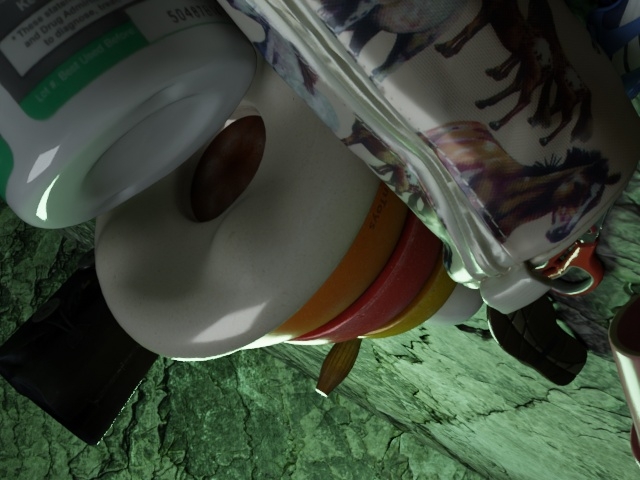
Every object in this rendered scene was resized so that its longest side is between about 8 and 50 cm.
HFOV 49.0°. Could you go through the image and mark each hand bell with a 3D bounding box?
[{"bbox_3d":[0.061,0.109,0.988,0.126,0.242,0.126,30,162,11],"label":"hand bell"}]

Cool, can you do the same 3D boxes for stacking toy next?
[{"bbox_3d":[0.039,0.005,0.766,0.351,0.350,0.480,14,168,45],"label":"stacking toy"}]

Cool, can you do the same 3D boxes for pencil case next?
[{"bbox_3d":[0.023,-0.149,0.420,0.410,0.183,0.160,46,150,-14],"label":"pencil case"}]

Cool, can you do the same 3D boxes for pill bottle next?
[{"bbox_3d":[-0.230,-0.204,0.500,0.361,0.204,0.204,51,161,1],"label":"pill bottle"}]

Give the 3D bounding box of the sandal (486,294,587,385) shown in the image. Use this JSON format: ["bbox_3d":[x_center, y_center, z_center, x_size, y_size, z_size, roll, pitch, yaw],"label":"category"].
[{"bbox_3d":[0.283,0.119,0.938,0.219,0.090,0.060,37,-176,-33],"label":"sandal"}]

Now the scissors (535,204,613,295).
[{"bbox_3d":[0.276,-0.005,0.709,0.109,0.021,0.297,34,161,4],"label":"scissors"}]

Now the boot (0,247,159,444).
[{"bbox_3d":[-0.250,0.014,0.935,0.146,0.445,0.367,44,159,-28],"label":"boot"}]

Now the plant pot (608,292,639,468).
[{"bbox_3d":[0.372,0.137,0.660,0.180,0.201,0.201,55,156,-13],"label":"plant pot"}]

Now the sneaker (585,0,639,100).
[{"bbox_3d":[0.201,-0.135,0.453,0.059,0.053,0.144,35,157,11],"label":"sneaker"}]
